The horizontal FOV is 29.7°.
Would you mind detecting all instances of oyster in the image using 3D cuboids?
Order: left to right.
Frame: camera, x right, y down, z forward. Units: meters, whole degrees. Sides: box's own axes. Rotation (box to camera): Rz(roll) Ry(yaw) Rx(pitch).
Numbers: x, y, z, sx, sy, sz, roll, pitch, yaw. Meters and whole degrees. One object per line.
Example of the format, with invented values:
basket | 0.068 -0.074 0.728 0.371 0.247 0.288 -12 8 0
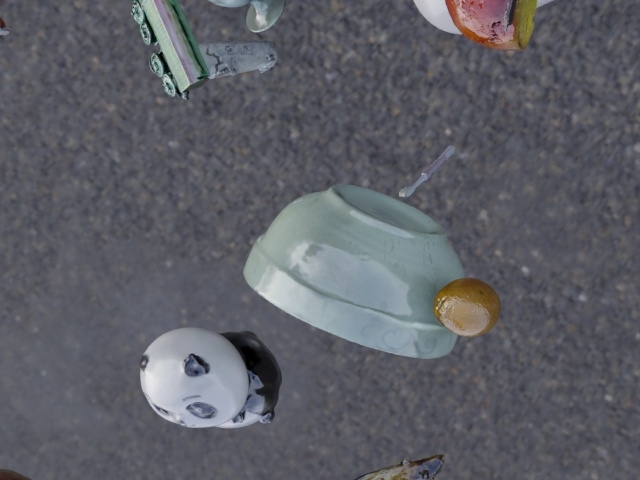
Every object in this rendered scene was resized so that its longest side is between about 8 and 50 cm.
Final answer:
oyster | 0.007 0.357 1.545 0.345 0.078 0.128 -24 140 7

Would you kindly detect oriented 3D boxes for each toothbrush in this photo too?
toothbrush | 0.188 -0.120 2.107 0.017 0.194 0.014 6 121 34

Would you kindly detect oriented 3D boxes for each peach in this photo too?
peach | 0.164 -0.255 1.132 0.093 0.127 0.172 21 146 15

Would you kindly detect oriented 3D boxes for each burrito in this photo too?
burrito | -0.155 -0.313 2.082 0.064 0.203 0.064 14 109 44

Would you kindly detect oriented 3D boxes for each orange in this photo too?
orange | 0.184 0.083 1.510 0.085 0.085 0.085 23 141 20

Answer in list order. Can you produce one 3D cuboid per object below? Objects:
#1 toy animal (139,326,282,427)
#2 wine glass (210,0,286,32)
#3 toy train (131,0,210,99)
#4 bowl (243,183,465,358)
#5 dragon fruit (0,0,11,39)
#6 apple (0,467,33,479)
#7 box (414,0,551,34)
toy animal | -0.188 0.227 1.984 0.187 0.165 0.235 -6 171 29
wine glass | -0.153 -0.427 1.978 0.093 0.092 0.202 -1 158 41
toy train | -0.184 -0.241 1.456 0.071 0.038 0.147 -26 88 51
bowl | 0.064 0.029 1.640 0.307 0.307 0.163 26 105 16
dragon fruit | -0.443 -0.274 1.256 0.295 0.268 0.130 -29 66 38
apple | -0.387 0.358 1.369 0.188 0.173 0.188 -12 149 -7
box | 0.216 -0.408 1.382 0.349 0.141 0.288 -17 89 53
